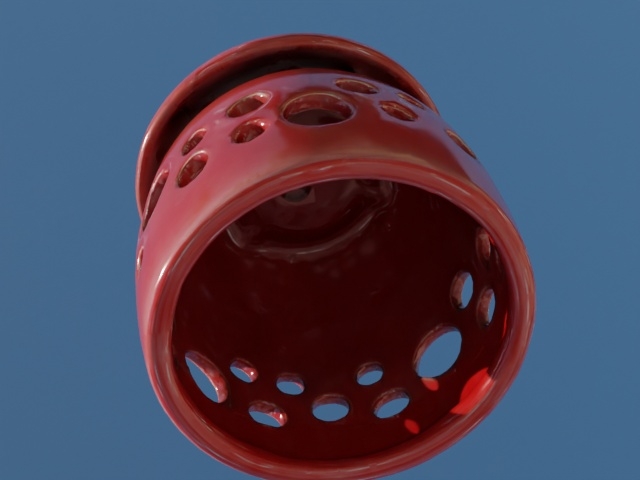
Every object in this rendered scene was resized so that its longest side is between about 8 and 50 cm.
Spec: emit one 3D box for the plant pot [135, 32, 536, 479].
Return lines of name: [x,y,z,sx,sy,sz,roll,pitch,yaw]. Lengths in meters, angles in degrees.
plant pot: [0.000,0.000,1.007,0.191,0.191,0.174,26,-155,-22]
